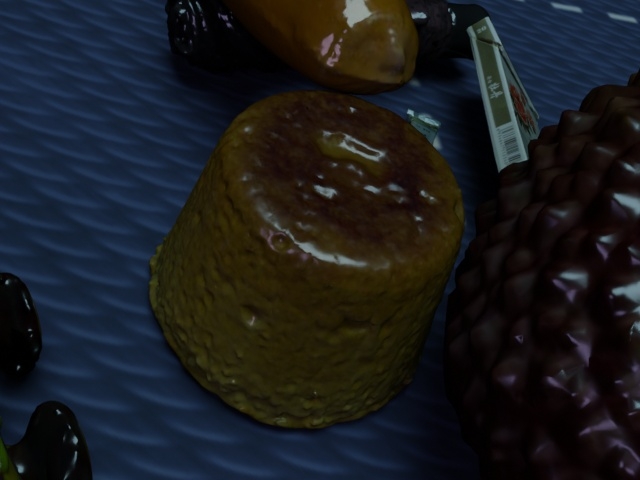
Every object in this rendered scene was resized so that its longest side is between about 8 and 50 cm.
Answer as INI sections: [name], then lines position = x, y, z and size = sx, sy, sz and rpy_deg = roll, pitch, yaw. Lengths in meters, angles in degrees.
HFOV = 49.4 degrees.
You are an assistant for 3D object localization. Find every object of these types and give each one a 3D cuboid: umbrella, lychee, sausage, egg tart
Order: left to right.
[sausage]
position = -0.019, -0.180, 0.490
size = 0.098, 0.098, 0.238
rpy_deg = -16, 51, -30
[egg tart]
position = 0.000, 0.000, 0.447
size = 0.202, 0.147, 0.203
rpy_deg = 11, 49, -13
[umbrella]
position = 0.022, -0.192, 0.640
size = 0.326, 0.090, 0.094
rpy_deg = -6, 52, -24
[lychee]
position = 0.218, 0.055, 0.392
size = 0.306, 0.330, 0.306
rpy_deg = 17, 23, -7

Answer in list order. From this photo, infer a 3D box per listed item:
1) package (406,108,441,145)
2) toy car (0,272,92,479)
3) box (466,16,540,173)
[package]
position = 0.084, -0.077, 0.623
size = 0.037, 0.015, 0.110
rpy_deg = 25, 51, -8
[toy car]
position = -0.216, 0.077, 0.308
size = 0.200, 0.142, 0.248
rpy_deg = -18, 63, -31
[box]
position = 0.177, -0.100, 0.626
size = 0.109, 0.029, 0.198
rpy_deg = 43, 35, -43
